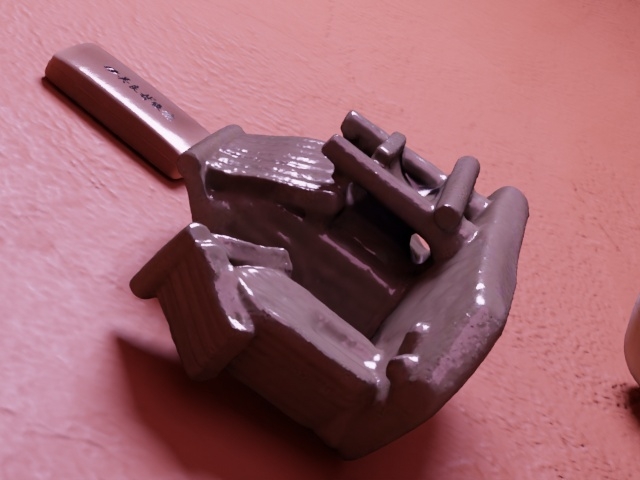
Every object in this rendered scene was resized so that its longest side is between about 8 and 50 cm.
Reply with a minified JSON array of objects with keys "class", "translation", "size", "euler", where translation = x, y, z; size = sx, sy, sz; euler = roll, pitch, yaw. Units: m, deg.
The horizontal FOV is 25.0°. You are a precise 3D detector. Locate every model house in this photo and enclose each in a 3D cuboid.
[{"class":"model house","translation":[0.001,0.008,0.781],"size":[0.188,0.122,0.229],"euler":[31,29,0]}]

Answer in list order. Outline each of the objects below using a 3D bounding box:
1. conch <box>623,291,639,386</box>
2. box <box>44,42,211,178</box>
[{"class":"conch","translation":[0.299,0.108,0.962],"size":[0.127,0.158,0.255],"euler":[68,4,-70]},{"class":"box","translation":[-0.118,-0.083,0.911],"size":[0.115,0.025,0.048],"euler":[39,25,12]}]
